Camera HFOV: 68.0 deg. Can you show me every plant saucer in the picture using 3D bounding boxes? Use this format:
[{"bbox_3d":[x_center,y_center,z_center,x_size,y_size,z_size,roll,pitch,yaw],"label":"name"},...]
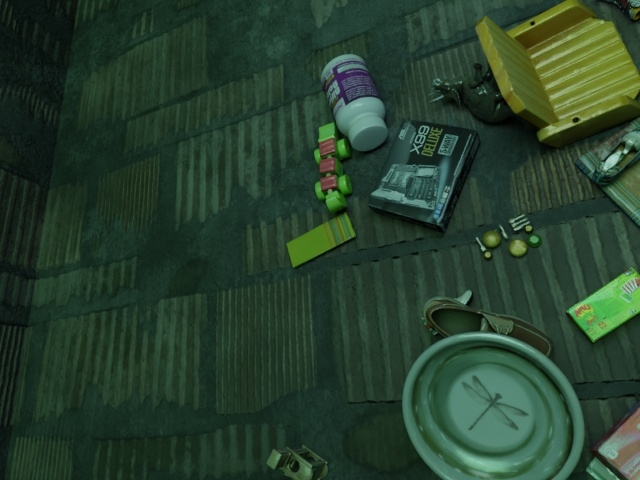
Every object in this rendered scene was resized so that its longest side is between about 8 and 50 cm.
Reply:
[{"bbox_3d":[0.400,0.405,1.131,0.399,0.100,0.401,2,95,25],"label":"plant saucer"}]

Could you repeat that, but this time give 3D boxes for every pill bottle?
[{"bbox_3d":[0.116,-0.450,1.566,0.169,0.169,0.302,-26,63,16],"label":"pill bottle"}]

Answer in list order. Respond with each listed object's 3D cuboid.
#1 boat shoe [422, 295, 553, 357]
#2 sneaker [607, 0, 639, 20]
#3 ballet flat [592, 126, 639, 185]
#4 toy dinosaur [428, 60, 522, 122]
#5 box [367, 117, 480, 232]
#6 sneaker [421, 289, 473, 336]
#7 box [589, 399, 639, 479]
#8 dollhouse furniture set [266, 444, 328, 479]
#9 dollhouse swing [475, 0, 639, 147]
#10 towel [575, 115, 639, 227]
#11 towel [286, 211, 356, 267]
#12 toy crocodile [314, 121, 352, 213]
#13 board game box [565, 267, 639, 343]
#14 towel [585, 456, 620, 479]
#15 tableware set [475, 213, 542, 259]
[{"bbox_3d":[0.412,0.233,1.183,0.324,0.116,0.123,15,93,13],"label":"boat shoe"},{"bbox_3d":[0.873,-0.672,1.317,0.225,0.088,0.093,34,90,31],"label":"sneaker"},{"bbox_3d":[0.764,-0.219,1.190,0.070,0.070,0.188,40,92,31],"label":"ballet flat"},{"bbox_3d":[0.491,-0.426,1.412,0.313,0.121,0.160,41,138,20],"label":"toy dinosaur"},{"bbox_3d":[0.312,-0.203,1.437,0.242,0.076,0.308,20,83,30],"label":"box"},{"bbox_3d":[0.344,0.183,1.299,0.161,0.057,0.075,-49,65,7],"label":"sneaker"},{"bbox_3d":[0.729,0.389,0.973,0.300,0.142,0.154,-45,58,-1],"label":"box"},{"bbox_3d":[-0.080,0.655,1.272,0.101,0.182,0.161,23,83,30],"label":"dollhouse furniture set"},{"bbox_3d":[0.620,-0.471,1.223,0.314,0.304,0.347,-22,68,27],"label":"dollhouse swing"},{"bbox_3d":[0.870,-0.150,1.167,0.271,0.040,0.370,-36,61,10],"label":"towel"},{"bbox_3d":[0.000,0.000,1.556,0.237,0.021,0.102,-27,57,17],"label":"towel"},{"bbox_3d":[0.035,-0.245,1.572,0.115,0.105,0.341,-11,68,22],"label":"toy crocodile"},{"bbox_3d":[0.701,0.158,1.140,0.181,0.043,0.092,-38,60,10],"label":"board game box"},{"bbox_3d":[0.683,0.492,1.045,0.113,0.023,0.152,40,92,30],"label":"towel"},{"bbox_3d":[0.516,0.003,1.299,0.154,0.024,0.104,-29,66,13],"label":"tableware set"}]
